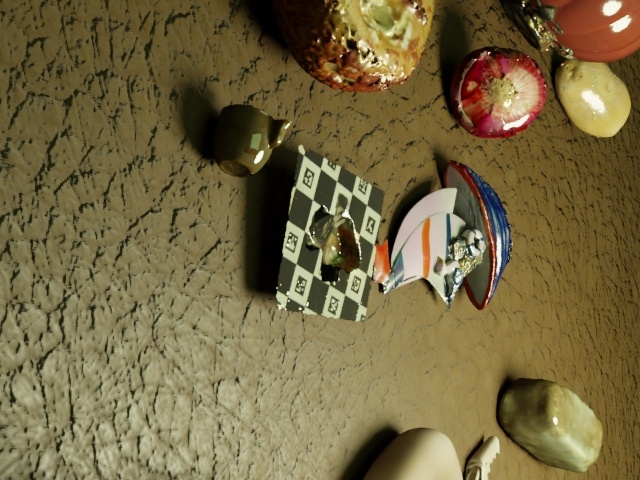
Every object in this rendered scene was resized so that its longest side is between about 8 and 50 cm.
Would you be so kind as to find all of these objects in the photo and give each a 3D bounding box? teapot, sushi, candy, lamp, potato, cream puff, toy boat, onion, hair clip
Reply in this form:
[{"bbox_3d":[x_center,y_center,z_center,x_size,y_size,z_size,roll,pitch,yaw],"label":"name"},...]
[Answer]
[{"bbox_3d":[-0.071,-0.102,1.223,0.110,0.085,0.080,64,37,-61],"label":"teapot"},{"bbox_3d":[0.000,0.000,1.346,0.210,0.040,0.193,19,78,-56],"label":"sushi"},{"bbox_3d":[0.387,0.307,1.822,0.234,0.104,0.102,45,52,-44],"label":"candy"},{"bbox_3d":[0.436,-0.438,1.835,0.303,0.257,0.303,53,7,-9],"label":"lamp"},{"bbox_3d":[0.509,-0.275,2.067,0.178,0.118,0.109,45,14,-27],"label":"potato"},{"bbox_3d":[0.034,-0.294,1.324,0.240,0.164,0.240,-6,98,-43],"label":"cream puff"},{"bbox_3d":[0.173,-0.013,1.598,0.318,0.072,0.219,13,78,-45],"label":"toy boat"},{"bbox_3d":[0.268,-0.235,1.714,0.140,0.150,0.150,-111,-175,-73],"label":"onion"},{"bbox_3d":[0.224,0.376,1.638,0.072,0.034,0.226,54,44,-37],"label":"hair clip"}]

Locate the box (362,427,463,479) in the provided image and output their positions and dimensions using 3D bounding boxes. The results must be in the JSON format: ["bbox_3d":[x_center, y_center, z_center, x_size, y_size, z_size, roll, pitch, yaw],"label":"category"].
[{"bbox_3d":[0.118,0.335,1.437,0.200,0.088,0.146,-41,121,-51],"label":"box"}]
